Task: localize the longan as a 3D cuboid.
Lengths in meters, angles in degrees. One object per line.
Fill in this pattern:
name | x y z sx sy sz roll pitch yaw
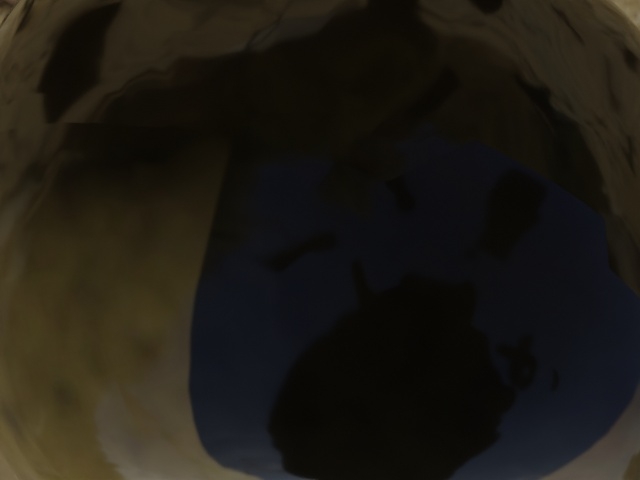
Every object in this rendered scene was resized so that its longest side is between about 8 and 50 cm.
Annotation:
longan | 0.000 0.000 0.761 0.350 0.288 0.288 3 129 50
